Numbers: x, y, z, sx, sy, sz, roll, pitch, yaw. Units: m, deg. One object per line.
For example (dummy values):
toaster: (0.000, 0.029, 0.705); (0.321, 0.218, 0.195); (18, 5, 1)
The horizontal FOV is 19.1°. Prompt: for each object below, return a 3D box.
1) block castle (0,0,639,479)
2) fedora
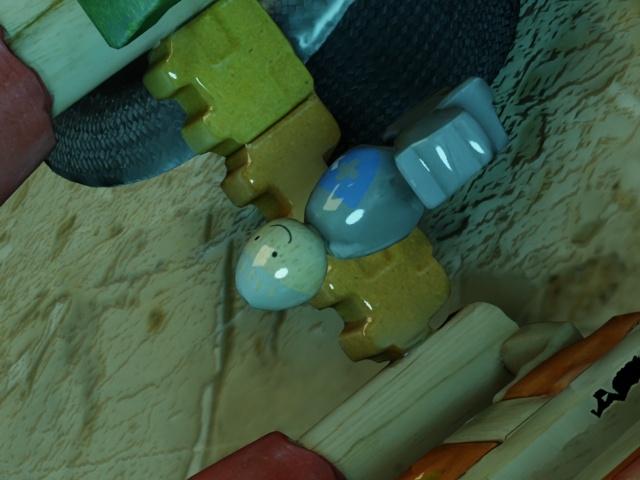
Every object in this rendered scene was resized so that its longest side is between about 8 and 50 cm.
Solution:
block castle: (0.000, 0.000, 0.565); (0.213, 0.303, 0.453); (-39, 6, -20)
fedora: (-0.002, -0.133, 0.961); (0.334, 0.152, 0.334); (-37, 31, 27)
